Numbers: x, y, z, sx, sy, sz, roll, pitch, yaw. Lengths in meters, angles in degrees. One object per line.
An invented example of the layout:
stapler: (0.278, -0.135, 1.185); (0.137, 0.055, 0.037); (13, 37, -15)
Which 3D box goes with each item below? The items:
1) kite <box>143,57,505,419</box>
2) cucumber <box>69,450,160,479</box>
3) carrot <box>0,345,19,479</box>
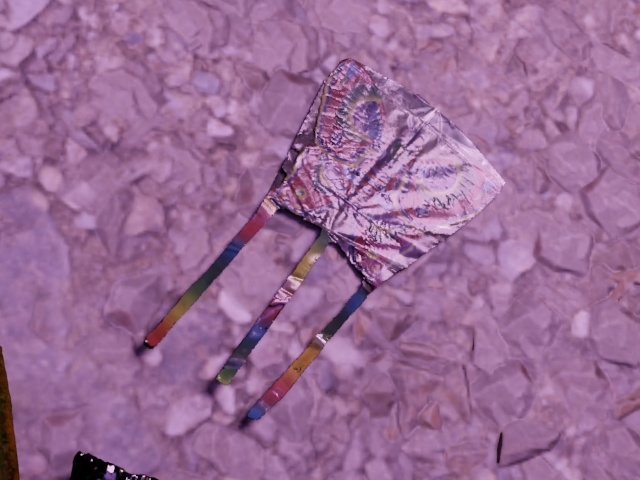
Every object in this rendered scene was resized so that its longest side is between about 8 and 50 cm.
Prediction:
kite: (0.000, 0.000, 1.007); (0.152, 0.015, 0.285); (40, 63, 3)
cucumber: (-0.152, 0.262, 0.822); (0.072, 0.072, 0.300); (20, 58, -8)
carrot: (-0.219, 0.147, 0.858); (0.082, 0.082, 0.173); (-5, 74, -17)
